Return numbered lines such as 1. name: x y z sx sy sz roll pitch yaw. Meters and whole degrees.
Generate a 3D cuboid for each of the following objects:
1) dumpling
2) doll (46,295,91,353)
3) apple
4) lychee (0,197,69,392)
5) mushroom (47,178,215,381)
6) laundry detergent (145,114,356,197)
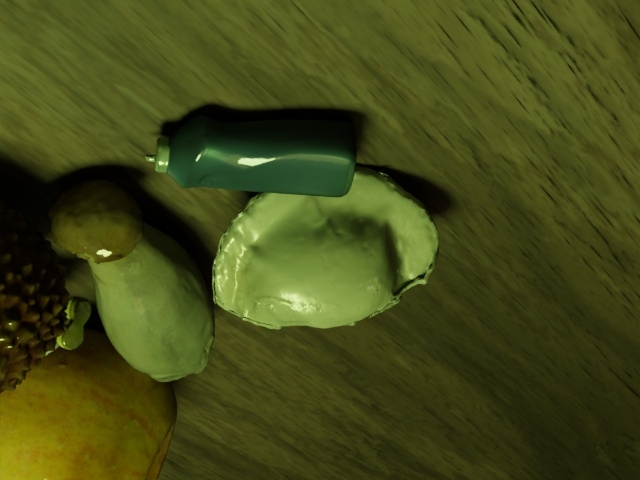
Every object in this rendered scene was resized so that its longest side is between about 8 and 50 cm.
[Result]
1. dumpling: 0.000 0.000 1.660 0.247 0.142 0.173 -13 119 -7
2. doll: -0.349 0.087 1.792 0.207 0.129 0.081 4 165 39
3. apple: -0.325 0.242 1.909 0.275 0.299 0.299 14 150 3
4. lychee: -0.393 0.055 1.622 0.267 0.267 0.267 -1 150 -1
5. mushroom: -0.198 0.054 1.740 0.128 0.128 0.350 -8 146 12
6. laundry detergent: -0.070 -0.083 1.567 0.206 0.061 0.097 2 156 -5
